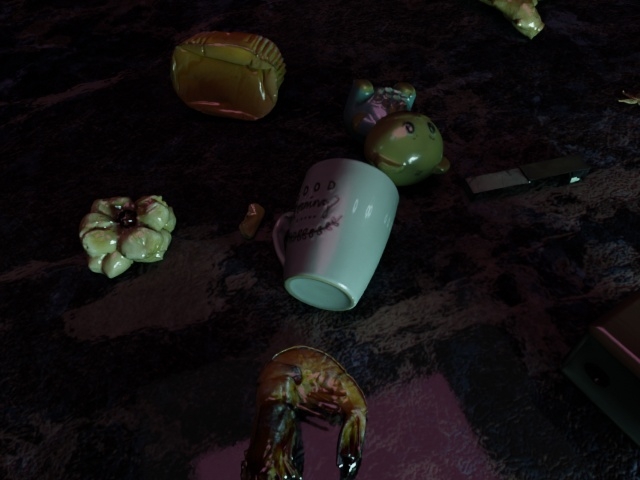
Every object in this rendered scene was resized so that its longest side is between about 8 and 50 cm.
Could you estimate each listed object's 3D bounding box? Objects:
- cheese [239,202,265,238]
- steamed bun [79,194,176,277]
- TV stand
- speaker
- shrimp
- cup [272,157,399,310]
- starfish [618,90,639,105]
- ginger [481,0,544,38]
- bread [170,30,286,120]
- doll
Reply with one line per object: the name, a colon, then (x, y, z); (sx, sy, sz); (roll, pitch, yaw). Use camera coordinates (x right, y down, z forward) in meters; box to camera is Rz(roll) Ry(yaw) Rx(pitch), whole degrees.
cheese: (-0.147, -0.044, 0.960); (0.030, 0.044, 0.083); (0, 52, 27)
steamed bun: (-0.404, -0.019, 0.926); (0.178, 0.106, 0.192); (-2, 53, 6)
TV stand: (0.441, -0.132, 0.974); (0.257, 0.040, 0.048); (-12, 52, -4)
speaker: (0.499, 0.197, 0.633); (0.193, 0.153, 0.231); (-28, 54, -15)
shrimp: (-0.019, 0.289, 0.672); (0.178, 0.075, 0.289); (2, 39, 4)
cup: (0.000, 0.000, 0.849); (0.258, 0.186, 0.234); (-6, 53, 40)
starfish: (0.794, -0.350, 1.132); (0.086, 0.016, 0.092); (-21, 55, -8)
ginger: (0.573, -0.786, 1.437); (0.363, 0.122, 0.348); (21, 47, 9)
bread: (-0.238, -0.444, 1.208); (0.288, 0.204, 0.156); (3, 34, 4)
doll: (0.162, -0.234, 1.006); (0.177, 0.161, 0.260); (-3, 46, -25)
